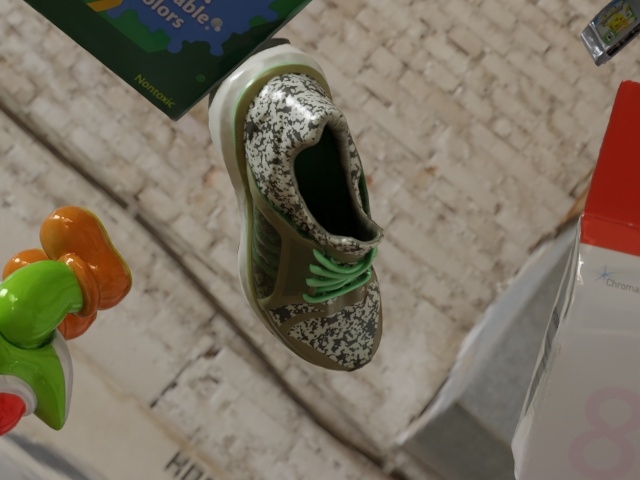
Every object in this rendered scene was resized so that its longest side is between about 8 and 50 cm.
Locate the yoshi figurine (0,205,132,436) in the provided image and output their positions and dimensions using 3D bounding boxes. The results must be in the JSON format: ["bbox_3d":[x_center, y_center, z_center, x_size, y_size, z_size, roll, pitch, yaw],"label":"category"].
[{"bbox_3d":[-0.352,0.088,1.086,0.203,0.362,0.203,14,-52,34],"label":"yoshi figurine"}]

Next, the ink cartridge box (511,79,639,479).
[{"bbox_3d":[0.227,0.046,0.714,0.189,0.232,0.066,13,20,-2],"label":"ink cartridge box"}]

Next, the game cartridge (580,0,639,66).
[{"bbox_3d":[0.302,-0.220,1.286,0.017,0.083,0.056,32,28,-32],"label":"game cartridge"}]

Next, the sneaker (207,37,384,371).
[{"bbox_3d":[0.000,0.000,1.332,0.182,0.158,0.410,42,-25,51],"label":"sneaker"}]

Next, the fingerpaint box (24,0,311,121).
[{"bbox_3d":[-0.110,-0.334,0.630,0.371,0.163,0.445,-37,-62,27],"label":"fingerpaint box"}]
